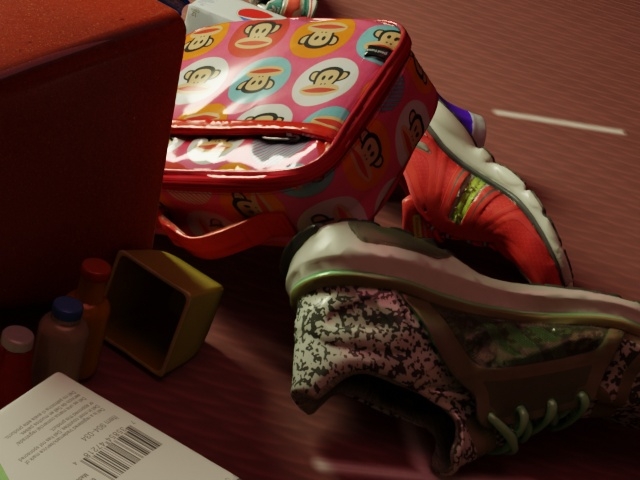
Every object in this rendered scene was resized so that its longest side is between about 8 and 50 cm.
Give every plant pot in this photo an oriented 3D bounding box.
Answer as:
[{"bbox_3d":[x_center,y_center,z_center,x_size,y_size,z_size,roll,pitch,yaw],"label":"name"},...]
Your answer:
[{"bbox_3d":[-0.301,-0.090,1.340,0.267,0.267,0.236,29,33,28],"label":"plant pot"},{"bbox_3d":[-0.128,0.055,1.388,0.081,0.081,0.083,31,23,24],"label":"plant pot"}]

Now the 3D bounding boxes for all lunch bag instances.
[{"bbox_3d":[-0.061,-0.087,1.500,0.293,0.120,0.258,3,47,36],"label":"lunch bag"}]

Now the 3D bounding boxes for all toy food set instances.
[{"bbox_3d":[-0.263,0.081,1.244,0.232,0.104,0.111,-1,34,-28],"label":"toy food set"}]

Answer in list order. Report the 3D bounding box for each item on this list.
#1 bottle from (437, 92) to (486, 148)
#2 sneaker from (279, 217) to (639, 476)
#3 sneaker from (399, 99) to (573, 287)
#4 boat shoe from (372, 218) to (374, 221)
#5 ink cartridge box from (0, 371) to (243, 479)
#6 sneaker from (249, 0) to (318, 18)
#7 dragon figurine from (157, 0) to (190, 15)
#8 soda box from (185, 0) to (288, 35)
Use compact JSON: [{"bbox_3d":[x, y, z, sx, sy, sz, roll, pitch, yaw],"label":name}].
[{"bbox_3d":[0.044,-0.144,1.770,0.283,0.092,0.118,16,6,-21],"label":"bottle"},{"bbox_3d":[0.147,0.131,1.392,0.410,0.158,0.182,16,61,-5],"label":"sneaker"},{"bbox_3d":[0.141,-0.028,1.661,0.118,0.107,0.279,-40,69,-11],"label":"sneaker"},{"bbox_3d":[0.000,0.000,1.574,0.049,0.056,0.152,23,20,21],"label":"boat shoe"},{"bbox_3d":[-0.129,0.227,1.057,0.273,0.114,0.198,28,32,19],"label":"ink cartridge box"},{"bbox_3d":[-0.059,-0.327,2.083,0.075,0.057,0.161,9,33,-25],"label":"sneaker"},{"bbox_3d":[-0.187,-0.215,1.721,0.289,0.144,0.085,8,64,-13],"label":"dragon figurine"},{"bbox_3d":[-0.050,-0.213,1.879,0.216,0.073,0.069,23,30,11],"label":"soda box"}]
